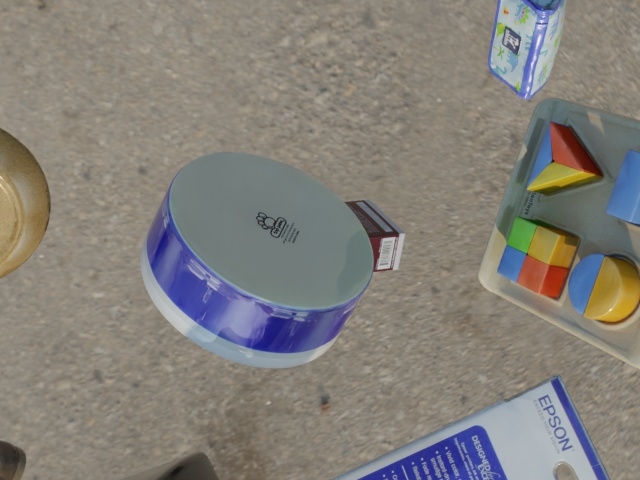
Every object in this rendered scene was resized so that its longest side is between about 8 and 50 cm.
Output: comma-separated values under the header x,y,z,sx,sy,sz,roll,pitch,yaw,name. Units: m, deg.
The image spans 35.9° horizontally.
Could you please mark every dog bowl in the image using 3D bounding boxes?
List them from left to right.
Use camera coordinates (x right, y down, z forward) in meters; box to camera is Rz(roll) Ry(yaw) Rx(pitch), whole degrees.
x,y,z,sx,sy,sz,roll,pitch,yaw,name
-0.073,0.018,1.180,0.265,0.265,0.104,44,128,18,dog bowl

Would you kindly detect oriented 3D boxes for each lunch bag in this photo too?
x,y,z,sx,sy,sz,roll,pitch,yaw,name
0.273,-0.276,1.293,0.096,0.151,0.128,4,129,1,lunch bag

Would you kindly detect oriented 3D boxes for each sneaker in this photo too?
x,y,z,sx,sy,sz,roll,pitch,yaw,name
-0.440,0.343,1.248,0.066,0.071,0.188,-8,58,39,sneaker

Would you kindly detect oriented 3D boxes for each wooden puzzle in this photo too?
x,y,z,sx,sy,sz,roll,pitch,yaw,name
0.390,-0.023,1.419,0.348,0.081,0.322,28,104,47,wooden puzzle

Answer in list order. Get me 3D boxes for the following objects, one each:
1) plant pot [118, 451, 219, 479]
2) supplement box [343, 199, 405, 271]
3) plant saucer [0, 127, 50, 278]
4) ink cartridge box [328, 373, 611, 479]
x,y,z,sx,sy,sz,roll,pitch,yaw,name
-0.188,0.354,1.154,0.187,0.167,0.188,-24,96,20,plant pot
0.000,0.000,1.595,0.130,0.240,0.073,48,136,51,supplement box
-0.159,-0.013,0.426,0.083,0.083,0.015,-59,27,14,plant saucer
0.080,0.232,0.718,0.333,0.065,0.165,-32,71,31,ink cartridge box
